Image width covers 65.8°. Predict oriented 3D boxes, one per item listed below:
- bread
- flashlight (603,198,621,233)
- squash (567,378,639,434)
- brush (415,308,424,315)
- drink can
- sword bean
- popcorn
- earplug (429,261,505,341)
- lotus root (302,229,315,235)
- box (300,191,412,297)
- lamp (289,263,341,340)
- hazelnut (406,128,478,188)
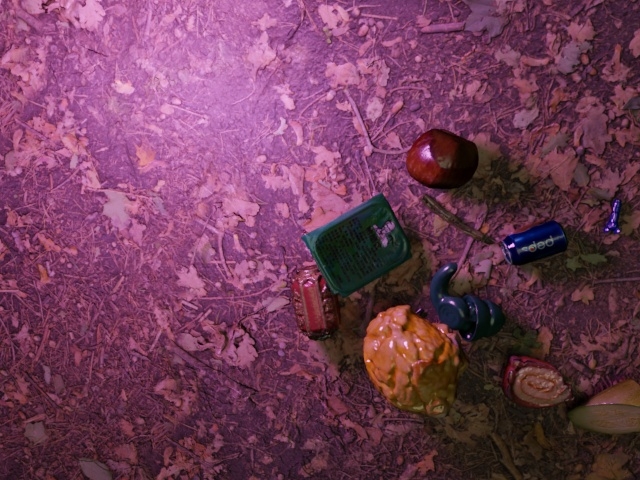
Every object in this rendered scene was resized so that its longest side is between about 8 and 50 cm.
[{"bbox_3d":[0.781,0.520,1.800,0.244,0.123,0.190,15,102,4],"label":"bread"},{"bbox_3d":[1.029,-0.084,1.728,0.036,0.057,0.121,9,93,-31],"label":"flashlight"},{"bbox_3d":[1.050,0.627,1.755,0.261,0.189,0.189,-35,93,5],"label":"squash"},{"bbox_3d":[0.318,0.324,1.874,0.063,0.016,0.193,43,101,-3],"label":"brush"},{"bbox_3d":[0.745,0.012,1.730,0.205,0.118,0.118,-20,96,8],"label":"drink can"},{"bbox_3d":[0.475,-0.080,1.788,0.269,0.038,0.043,34,126,0],"label":"sword bean"},{"bbox_3d":[0.317,0.429,1.719,0.390,0.344,0.354,27,129,-4],"label":"popcorn"},{"bbox_3d":[0.533,0.236,1.790,0.280,0.164,0.257,12,64,-7],"label":"earplug"},{"bbox_3d":[0.000,0.000,1.837,0.150,0.062,0.073,22,124,1],"label":"lotus root"},{"bbox_3d":[0.130,0.020,1.771,0.337,0.106,0.264,-29,96,-11],"label":"box"},{"bbox_3d":[-0.016,0.227,1.824,0.177,0.177,0.273,-9,95,7],"label":"lamp"},{"bbox_3d":[0.411,-0.262,1.683,0.234,0.218,0.218,24,100,2],"label":"hazelnut"}]
